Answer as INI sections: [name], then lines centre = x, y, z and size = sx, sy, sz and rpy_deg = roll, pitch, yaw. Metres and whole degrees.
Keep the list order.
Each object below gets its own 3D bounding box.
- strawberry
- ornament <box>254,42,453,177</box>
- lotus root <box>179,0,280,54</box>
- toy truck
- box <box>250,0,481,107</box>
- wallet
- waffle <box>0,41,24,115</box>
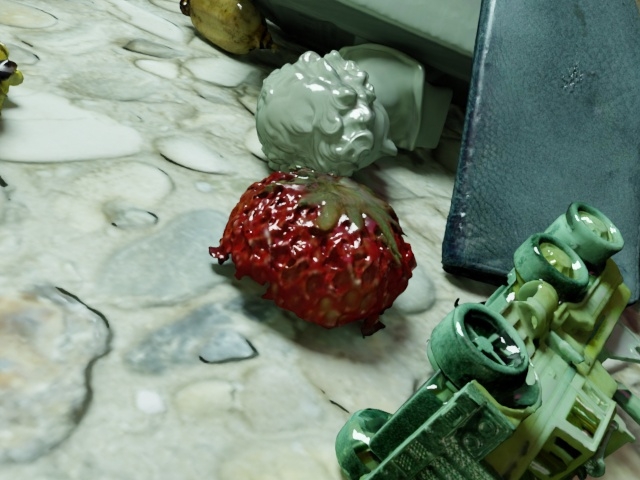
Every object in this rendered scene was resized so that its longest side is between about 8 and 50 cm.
[strawberry]
centre = 0.000, 0.000, 0.554
size = 0.145, 0.086, 0.145
rpy_deg = 18, 30, -11
[ornament]
centre = 0.038, -0.136, 0.777
size = 0.130, 0.120, 0.285
rpy_deg = 14, 23, 22
[lotus root]
centre = -0.108, -0.270, 0.950
size = 0.152, 0.072, 0.063
rpy_deg = 33, 38, 20
[toy truck]
centre = 0.132, 0.084, 0.467
size = 0.135, 0.128, 0.259
rpy_deg = 47, 35, 15
[box]
centre = 0.090, -0.265, 0.930
size = 0.397, 0.111, 0.396
rpy_deg = 22, 6, -1
[wallet]
centre = 0.220, -0.134, 0.702
size = 0.191, 0.378, 0.046
rpy_deg = 12, -10, -10
[waffle]
centre = -0.354, -0.115, 0.537
size = 0.307, 0.060, 0.312
rpy_deg = -5, 38, -36
